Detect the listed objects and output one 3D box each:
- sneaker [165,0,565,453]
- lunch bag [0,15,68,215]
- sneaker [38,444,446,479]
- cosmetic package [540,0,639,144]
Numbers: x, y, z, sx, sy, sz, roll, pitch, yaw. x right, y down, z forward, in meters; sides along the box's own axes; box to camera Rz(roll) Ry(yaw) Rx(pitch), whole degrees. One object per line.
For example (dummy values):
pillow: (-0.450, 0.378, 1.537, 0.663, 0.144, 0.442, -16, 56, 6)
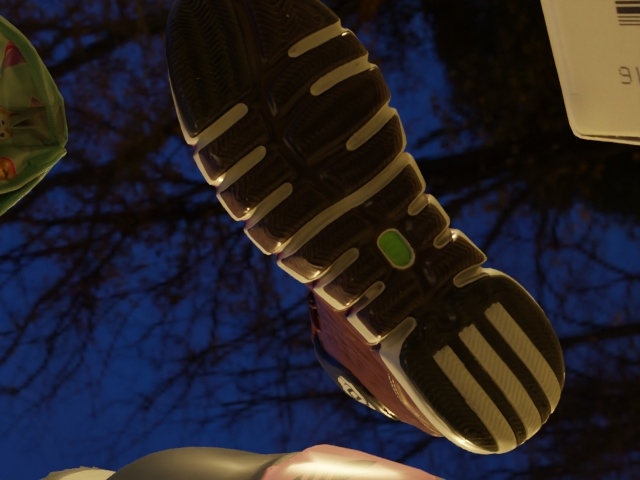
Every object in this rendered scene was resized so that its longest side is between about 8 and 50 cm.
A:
sneaker: (0.000, 0.000, 0.755, 0.106, 0.162, 0.281, -33, -93, -19)
lunch bag: (-0.295, -0.082, 0.804, 0.262, 0.223, 0.160, 23, -111, -71)
sneaker: (0.052, 0.168, 0.390, 0.319, 0.131, 0.112, 46, -136, -32)
cosmetic package: (0.207, -0.169, 0.529, 0.309, 0.113, 0.160, -35, -60, -37)
